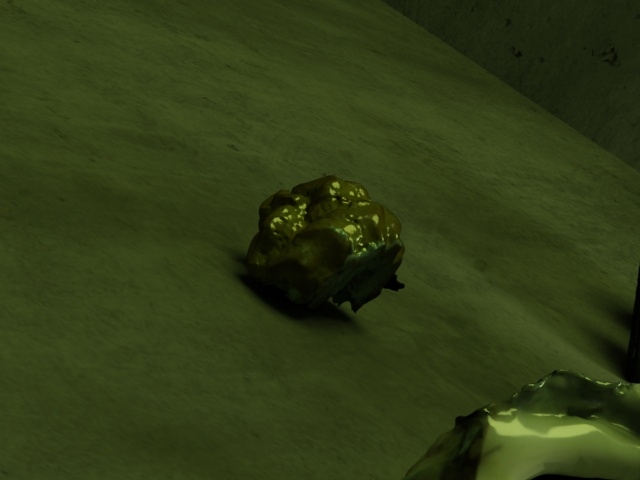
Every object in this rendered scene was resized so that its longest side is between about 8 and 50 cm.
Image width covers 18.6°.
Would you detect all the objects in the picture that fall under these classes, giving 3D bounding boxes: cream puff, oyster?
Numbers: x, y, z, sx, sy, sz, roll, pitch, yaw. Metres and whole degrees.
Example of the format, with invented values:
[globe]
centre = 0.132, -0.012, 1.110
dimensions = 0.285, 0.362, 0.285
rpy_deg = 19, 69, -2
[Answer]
[cream puff]
centre = -0.001, -0.001, 1.826
dimensions = 0.156, 0.121, 0.156
rpy_deg = 23, 17, -7
[oyster]
centre = 0.211, 0.224, 1.421
dimensions = 0.351, 0.115, 0.238
rpy_deg = 12, 60, -10

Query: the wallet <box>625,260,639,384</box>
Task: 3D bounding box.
[wallet]
centre = 0.569, 0.120, 2.304
dimensions = 0.406, 0.062, 0.228
rpy_deg = 15, 55, -1
